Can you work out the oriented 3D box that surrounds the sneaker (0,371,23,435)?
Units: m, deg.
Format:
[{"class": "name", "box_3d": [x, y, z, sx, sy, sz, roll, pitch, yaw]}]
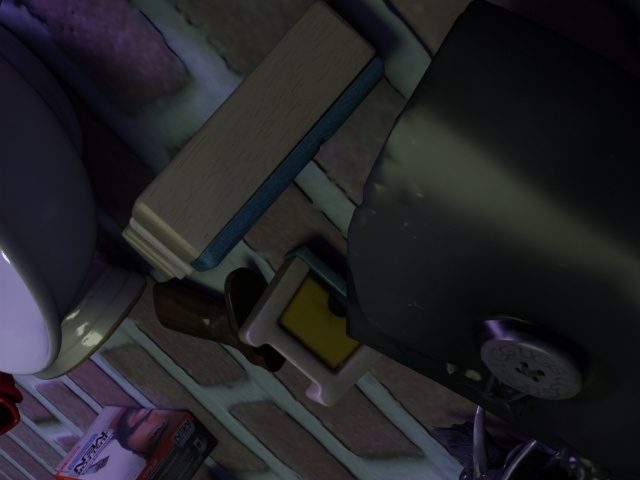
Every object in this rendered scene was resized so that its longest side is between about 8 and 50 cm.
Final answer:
[{"class": "sneaker", "box_3d": [-0.272, 0.130, 0.757, 0.128, 0.087, 0.221, 23, 176, 18]}]

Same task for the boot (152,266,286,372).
[{"class": "boot", "box_3d": [-0.085, 0.044, 0.708, 0.114, 0.037, 0.106, 21, 144, 33]}]

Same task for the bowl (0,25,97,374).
[{"class": "bowl", "box_3d": [-0.250, -0.058, 0.641, 0.298, 0.134, 0.298, 25, 146, 18]}]

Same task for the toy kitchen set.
[{"class": "toy kitchen set", "box_3d": [0.000, 0.000, 0.520, 0.166, 0.122, 0.207, 41, 169, -7]}]

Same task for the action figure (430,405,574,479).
[{"class": "action figure", "box_3d": [0.129, 0.225, 0.632, 0.164, 0.141, 0.275, 21, 149, 45]}]

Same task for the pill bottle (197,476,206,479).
[{"class": "pill bottle", "box_3d": [-0.071, 0.327, 0.990, 0.187, 0.112, 0.112, 37, 149, 1]}]

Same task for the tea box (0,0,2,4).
[{"class": "tea box", "box_3d": [-0.275, -0.177, 0.320, 0.323, 0.220, 0.329, 14, 151, -12]}]

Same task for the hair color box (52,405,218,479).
[{"class": "hair color box", "box_3d": [-0.187, 0.217, 0.980, 0.167, 0.093, 0.053, -8, 127, 49]}]

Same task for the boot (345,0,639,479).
[{"class": "boot", "box_3d": [0.226, 0.042, 0.309, 0.445, 0.146, 0.367, 35, 147, 12]}]

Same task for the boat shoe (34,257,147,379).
[{"class": "boat shoe", "box_3d": [-0.237, 0.047, 0.800, 0.096, 0.098, 0.277, 49, 148, -20]}]
